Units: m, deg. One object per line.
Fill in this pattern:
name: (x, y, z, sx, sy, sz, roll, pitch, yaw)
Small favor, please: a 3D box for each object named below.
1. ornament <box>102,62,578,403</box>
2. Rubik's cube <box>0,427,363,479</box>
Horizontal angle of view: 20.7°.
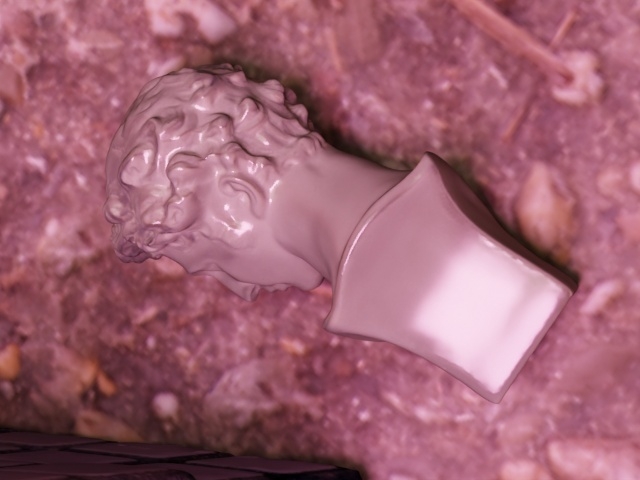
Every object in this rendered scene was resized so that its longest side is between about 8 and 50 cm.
ornament: (0.008, -0.011, 0.969, 0.285, 0.120, 0.130, 20, 92, 22)
Rubik's cube: (-0.201, 0.276, 0.920, 0.344, 0.337, 0.344, 1, 89, 29)
